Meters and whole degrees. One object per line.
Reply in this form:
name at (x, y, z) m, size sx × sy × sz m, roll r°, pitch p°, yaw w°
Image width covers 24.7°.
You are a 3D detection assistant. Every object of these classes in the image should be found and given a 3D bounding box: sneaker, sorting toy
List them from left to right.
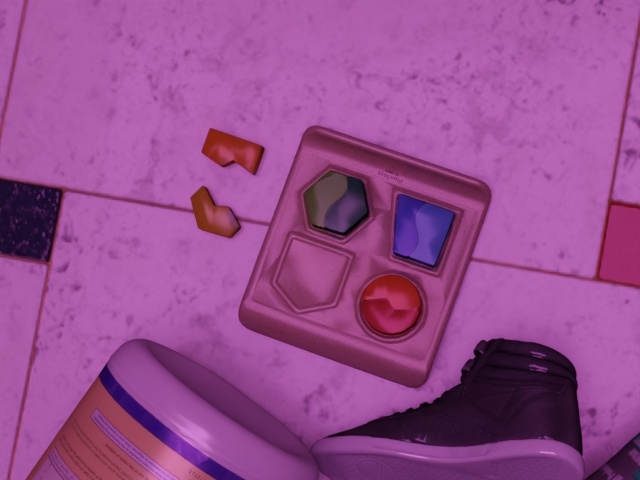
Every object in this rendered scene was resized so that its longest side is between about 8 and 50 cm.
sorting toy at (0.000, 0.000, 1.529) m, size 0.307 × 0.041 × 0.229 m, roll 19°, pitch 88°, yaw 9°
sneaker at (0.134, 0.180, 1.478) m, size 0.296 × 0.104 × 0.147 m, roll -8°, pitch 47°, yaw 29°

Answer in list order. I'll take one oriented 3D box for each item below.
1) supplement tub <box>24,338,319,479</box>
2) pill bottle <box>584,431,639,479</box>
supplement tub at (-0.184, 0.291, 1.433) m, size 0.241 × 0.241 × 0.331 m, roll 35°, pitch 91°, yaw 9°
pill bottle at (0.257, 0.358, 1.384) m, size 0.361 × 0.204 × 0.204 m, roll -42°, pitch 82°, yaw 2°
